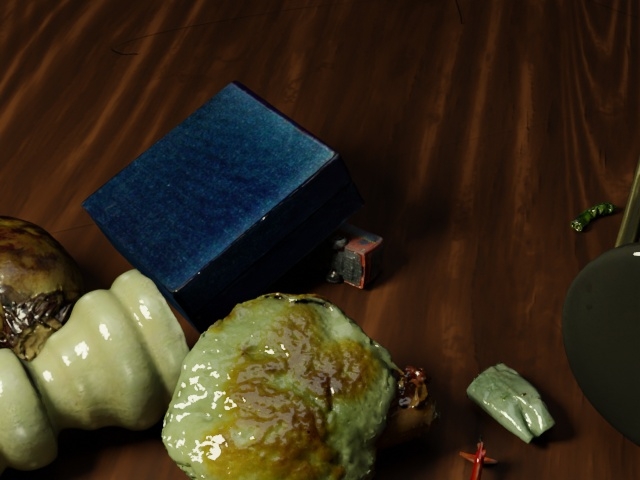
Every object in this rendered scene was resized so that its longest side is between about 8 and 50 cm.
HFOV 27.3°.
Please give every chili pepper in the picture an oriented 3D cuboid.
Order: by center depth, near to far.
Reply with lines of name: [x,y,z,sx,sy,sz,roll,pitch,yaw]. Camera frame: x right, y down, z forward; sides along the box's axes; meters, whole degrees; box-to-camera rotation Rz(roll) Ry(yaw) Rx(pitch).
chili pepper: [0.382,-0.036,1.846,0.083,0.022,0.027,-27,8,-29]

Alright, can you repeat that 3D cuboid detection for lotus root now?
lotus root: [-0.394,0.047,1.663,0.169,0.141,0.314,8,23,-37]

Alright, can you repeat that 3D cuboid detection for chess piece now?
chess piece: [-0.315,0.177,1.477,0.330,0.182,0.182,-25,40,-19]

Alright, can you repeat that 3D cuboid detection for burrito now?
burrito: [0.227,0.188,1.519,0.074,0.044,0.118,-19,34,-28]

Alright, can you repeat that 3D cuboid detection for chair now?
chair: [0.485,0.025,1.481,0.361,0.365,0.410,19,45,27]

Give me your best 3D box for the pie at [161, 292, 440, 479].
pie: [-0.030,0.182,1.443,0.257,0.105,0.274,43,61,8]

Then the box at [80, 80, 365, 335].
box: [-0.131,-0.048,1.745,0.279,0.116,0.261,-41,44,-10]

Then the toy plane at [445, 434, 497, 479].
toy plane: [0.166,0.276,1.377,0.126,0.077,0.194,27,35,23]

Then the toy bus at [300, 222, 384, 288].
toy bus: [0.000,0.000,1.785,0.192,0.065,0.077,23,36,32]
